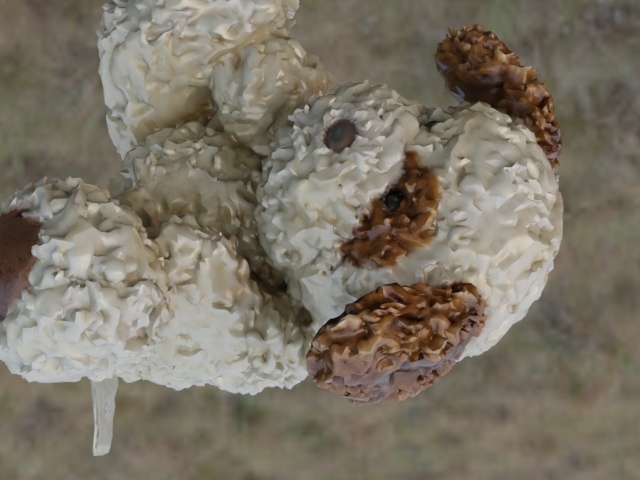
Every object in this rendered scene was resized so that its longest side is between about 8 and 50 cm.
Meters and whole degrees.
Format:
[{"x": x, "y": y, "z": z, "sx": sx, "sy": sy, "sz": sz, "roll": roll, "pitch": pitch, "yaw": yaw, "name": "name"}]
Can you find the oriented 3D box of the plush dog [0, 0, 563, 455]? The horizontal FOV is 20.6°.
[{"x": 0.000, "y": 0.000, "z": 0.807, "sx": 0.225, "sy": 0.262, "sz": 0.210, "roll": 0, "pitch": 136, "yaw": 28, "name": "plush dog"}]
